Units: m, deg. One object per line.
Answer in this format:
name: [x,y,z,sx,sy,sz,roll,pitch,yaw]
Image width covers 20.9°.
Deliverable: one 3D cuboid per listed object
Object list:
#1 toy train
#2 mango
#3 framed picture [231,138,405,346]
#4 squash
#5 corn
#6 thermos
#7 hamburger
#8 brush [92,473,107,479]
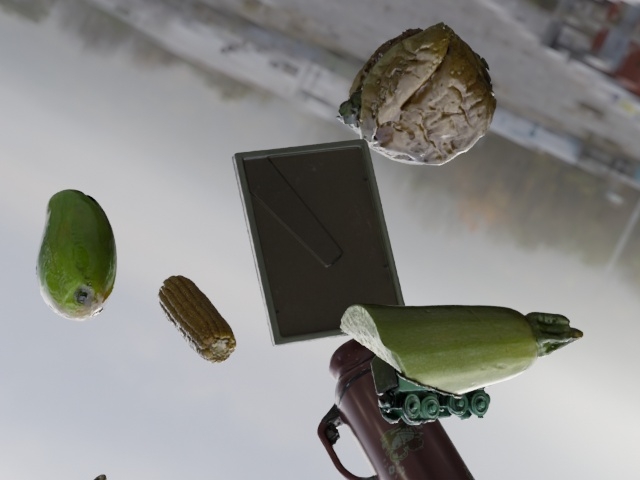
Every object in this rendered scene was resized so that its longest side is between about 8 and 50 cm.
toy train: [0.108,0.140,1.662,0.148,0.071,0.038,1,169,-44]
mango: [-0.336,0.021,2.368,0.111,0.125,0.233,18,-149,-29]
framed picture: [0.000,0.000,1.759,0.150,0.203,0.015,-8,167,-23]
squash: [0.119,0.090,1.403,0.200,0.075,0.090,1,179,-23]
corn: [-0.182,0.114,2.521,0.068,0.068,0.207,28,-169,-38]
thermos: [0.089,0.252,2.194,0.109,0.136,0.330,20,-154,-38]
hamburger: [0.133,-0.179,2.210,0.130,0.183,0.206,50,-167,33]
brush: [-0.305,0.358,2.261,0.010,0.082,0.218,50,-166,-14]
